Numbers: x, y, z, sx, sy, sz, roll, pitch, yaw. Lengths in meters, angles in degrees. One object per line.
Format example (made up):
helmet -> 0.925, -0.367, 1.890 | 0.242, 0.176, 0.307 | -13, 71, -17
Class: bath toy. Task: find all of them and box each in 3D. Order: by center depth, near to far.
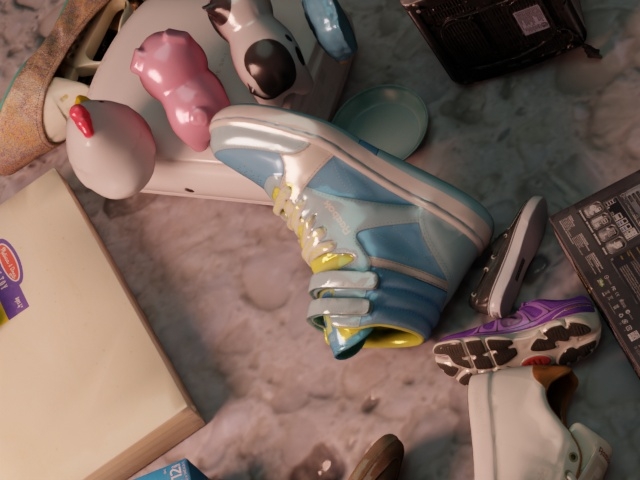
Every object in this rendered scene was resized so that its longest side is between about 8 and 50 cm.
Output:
bath toy -> -0.137, -0.185, 1.568 | 0.348, 0.129, 0.151 | -34, 55, 2

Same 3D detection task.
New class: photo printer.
photo printer -> -0.136, -0.171, 1.705 | 0.307, 0.107, 0.256 | 7, 63, 26

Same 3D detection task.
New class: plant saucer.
plant saucer -> 0.068, -0.124, 1.642 | 0.119, 0.021, 0.119 | -10, 57, 16

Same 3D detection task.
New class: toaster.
toaster -> 0.197, -0.267, 1.591 | 0.168, 0.186, 0.110 | -17, 52, 22

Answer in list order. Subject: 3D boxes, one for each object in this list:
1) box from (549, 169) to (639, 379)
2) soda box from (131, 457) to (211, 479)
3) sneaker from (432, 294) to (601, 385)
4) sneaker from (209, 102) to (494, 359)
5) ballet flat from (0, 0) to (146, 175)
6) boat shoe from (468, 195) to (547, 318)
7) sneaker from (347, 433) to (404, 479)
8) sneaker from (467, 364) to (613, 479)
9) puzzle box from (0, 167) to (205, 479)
box -> 0.355, 0.029, 1.401 | 0.183, 0.059, 0.233 | -29, 52, 4
soda box -> -0.128, 0.327, 1.412 | 0.067, 0.071, 0.210 | -23, 54, 8
sneaker -> 0.197, 0.098, 1.436 | 0.169, 0.068, 0.071 | -14, 32, 14
sneaker -> 0.000, 0.000, 1.478 | 0.319, 0.127, 0.208 | 24, 73, 6
ballet flat -> -0.310, -0.213, 1.812 | 0.106, 0.107, 0.316 | 14, 67, 21
boat shoe -> 0.194, 0.013, 1.487 | 0.040, 0.049, 0.142 | 14, 68, 30
sneaker -> 0.043, 0.280, 1.386 | 0.071, 0.066, 0.188 | 28, 78, 17
sneaker -> 0.208, 0.235, 1.305 | 0.123, 0.106, 0.290 | -15, 54, 17
puzzle box -> -0.330, 0.128, 1.636 | 0.272, 0.052, 0.409 | -35, 53, 0
